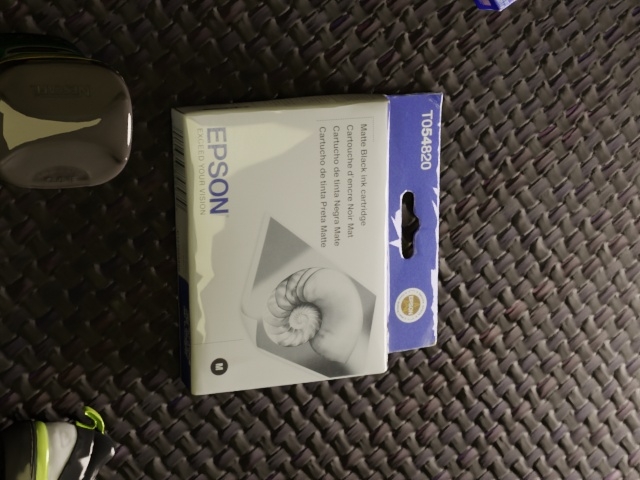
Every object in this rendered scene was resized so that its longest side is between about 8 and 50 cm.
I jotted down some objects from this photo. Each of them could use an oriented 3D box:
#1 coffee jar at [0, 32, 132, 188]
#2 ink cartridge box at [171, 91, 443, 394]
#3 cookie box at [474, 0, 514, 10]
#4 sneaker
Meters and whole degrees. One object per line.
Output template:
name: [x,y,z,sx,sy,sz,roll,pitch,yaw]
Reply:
coffee jar: [-0.181,-0.086,0.826,0.096,0.184,0.079,-3,105,-20]
ink cartridge box: [0.000,0.000,0.996,0.224,0.045,0.223,-7,106,-20]
cookie box: [0.151,-0.244,0.992,0.107,0.040,0.091,-37,113,-9]
sneaker: [-0.191,0.241,0.966,0.097,0.084,0.234,-1,104,-22]
